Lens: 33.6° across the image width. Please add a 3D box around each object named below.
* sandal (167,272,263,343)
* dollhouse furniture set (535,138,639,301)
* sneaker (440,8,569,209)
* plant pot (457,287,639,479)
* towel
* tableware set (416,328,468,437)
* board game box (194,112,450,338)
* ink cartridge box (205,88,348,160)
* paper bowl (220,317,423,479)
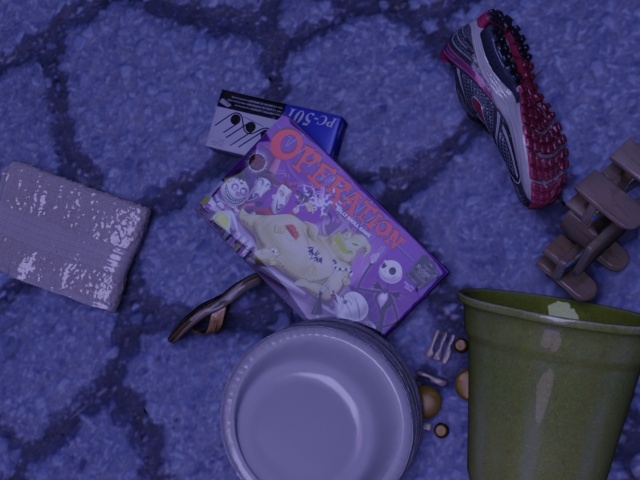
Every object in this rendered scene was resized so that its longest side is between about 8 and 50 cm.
[{"bbox_3d":[-0.159,0.113,1.642,0.180,0.072,0.049,-33,96,3],"label":"sandal"},{"bbox_3d":[0.446,-0.026,1.434,0.242,0.212,0.161,-39,70,-23],"label":"dollhouse furniture set"},{"bbox_3d":[0.275,-0.185,1.564,0.112,0.121,0.299,-27,74,39],"label":"sneaker"},{"bbox_3d":[0.302,0.212,1.418,0.276,0.276,0.254,9,94,16],"label":"plant pot"},{"bbox_3d":[-0.427,-0.011,1.735,0.282,0.049,0.187,18,86,16],"label":"towel"},{"bbox_3d":[0.191,0.214,1.553,0.104,0.024,0.154,19,84,13],"label":"tableware set"},{"bbox_3d":[0.000,0.000,1.596,0.347,0.056,0.208,44,92,9],"label":"board game box"},{"bbox_3d":[-0.070,-0.168,1.672,0.207,0.046,0.097,14,85,16],"label":"ink cartridge box"},{"bbox_3d":[-0.005,0.258,1.502,0.284,0.148,0.284,1,92,16],"label":"paper bowl"}]
